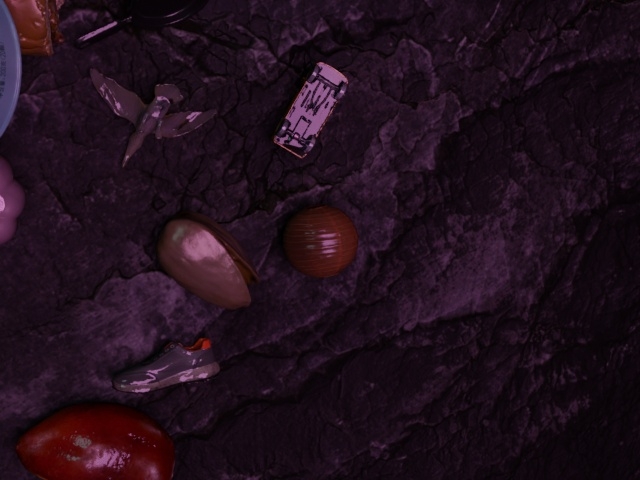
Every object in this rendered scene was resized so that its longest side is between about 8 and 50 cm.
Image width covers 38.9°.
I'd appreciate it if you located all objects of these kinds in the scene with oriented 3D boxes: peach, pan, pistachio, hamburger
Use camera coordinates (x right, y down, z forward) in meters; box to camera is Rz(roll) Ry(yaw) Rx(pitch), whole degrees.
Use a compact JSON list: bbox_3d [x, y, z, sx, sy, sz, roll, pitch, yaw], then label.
[{"bbox_3d":[-0.370,0.352,1.540,0.267,0.159,0.154,26,85,-24],"label":"peach"},{"bbox_3d":[-0.283,-0.362,1.429,0.235,0.136,0.028,-26,78,-12],"label":"pan"},{"bbox_3d":[-0.188,0.033,1.546,0.206,0.131,0.129,40,59,-23],"label":"pistachio"},{"bbox_3d":[-0.473,-0.409,1.320,0.282,0.155,0.245,36,97,-16],"label":"hamburger"}]

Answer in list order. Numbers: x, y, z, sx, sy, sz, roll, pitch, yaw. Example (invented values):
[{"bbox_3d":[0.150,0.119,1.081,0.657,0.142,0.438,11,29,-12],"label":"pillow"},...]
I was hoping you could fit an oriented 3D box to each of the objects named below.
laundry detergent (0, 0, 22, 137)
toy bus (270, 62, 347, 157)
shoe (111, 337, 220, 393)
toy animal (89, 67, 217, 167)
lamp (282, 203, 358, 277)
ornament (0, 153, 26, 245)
[{"bbox_3d":[-0.589,-0.229,1.134,0.305,0.287,0.287,-15,107,-66],"label":"laundry detergent"},{"bbox_3d":[-0.022,-0.230,1.587,0.070,0.074,0.162,30,92,-18],"label":"toy bus"},{"bbox_3d":[-0.273,0.219,1.594,0.194,0.074,0.077,-7,93,-24],"label":"shoe"},{"bbox_3d":[-0.289,-0.190,1.475,0.219,0.095,0.155,25,88,-24],"label":"toy animal"},{"bbox_3d":[0.000,0.000,1.617,0.136,0.136,0.136,-5,104,-21],"label":"lamp"},{"bbox_3d":[-0.536,-0.060,1.364,0.178,0.177,0.177,-5,104,-21],"label":"ornament"}]
